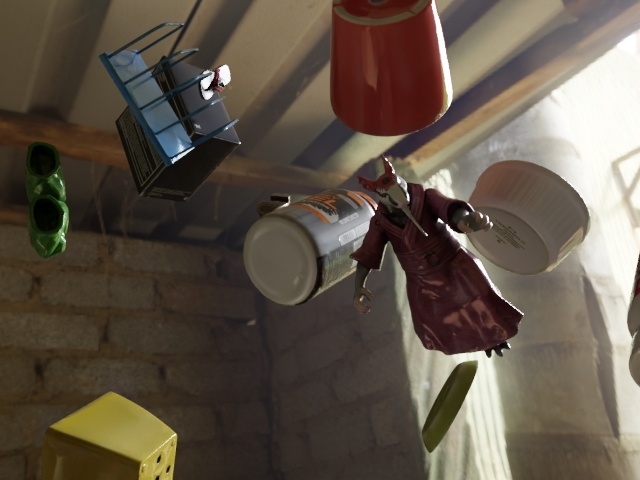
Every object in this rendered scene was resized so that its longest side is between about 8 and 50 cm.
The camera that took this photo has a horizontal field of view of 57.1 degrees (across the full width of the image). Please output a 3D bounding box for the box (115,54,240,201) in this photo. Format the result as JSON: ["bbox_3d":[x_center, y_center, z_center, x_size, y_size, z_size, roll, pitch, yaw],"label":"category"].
[{"bbox_3d":[-0.426,-0.320,1.738,0.183,0.296,0.294,4,-36,-49],"label":"box"}]

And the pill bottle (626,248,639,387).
[{"bbox_3d":[0.512,0.077,0.798,0.160,0.283,0.160,20,-42,19],"label":"pill bottle"}]

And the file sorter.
[{"bbox_3d":[-0.210,-0.216,0.854,0.105,0.170,0.118,-25,16,13],"label":"file sorter"}]

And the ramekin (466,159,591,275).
[{"bbox_3d":[0.445,-0.039,1.320,0.127,0.273,0.273,-47,-12,-22],"label":"ramekin"}]

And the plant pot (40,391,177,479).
[{"bbox_3d":[-0.410,0.458,1.184,0.187,0.212,0.212,10,9,13],"label":"plant pot"}]

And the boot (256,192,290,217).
[{"bbox_3d":[-0.132,-0.066,1.703,0.082,0.106,0.219,6,17,11],"label":"boot"}]

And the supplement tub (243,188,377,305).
[{"bbox_3d":[0.000,0.000,1.261,0.194,0.193,0.316,-26,0,36],"label":"supplement tub"}]

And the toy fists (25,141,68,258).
[{"bbox_3d":[-0.664,-0.095,1.429,0.096,0.279,0.142,-2,-25,-30],"label":"toy fists"}]

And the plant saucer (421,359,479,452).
[{"bbox_3d":[0.294,0.375,1.365,0.037,0.241,0.241,29,-20,12],"label":"plant saucer"}]

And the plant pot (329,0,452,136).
[{"bbox_3d":[0.134,-0.393,1.208,0.275,0.274,0.243,-10,-38,5],"label":"plant pot"}]

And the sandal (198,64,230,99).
[{"bbox_3d":[-0.272,-0.425,1.555,0.040,0.179,0.067,4,-57,18],"label":"sandal"}]

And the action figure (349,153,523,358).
[{"bbox_3d":[0.188,0.011,0.954,0.248,0.275,0.370,-21,-68,28],"label":"action figure"}]
